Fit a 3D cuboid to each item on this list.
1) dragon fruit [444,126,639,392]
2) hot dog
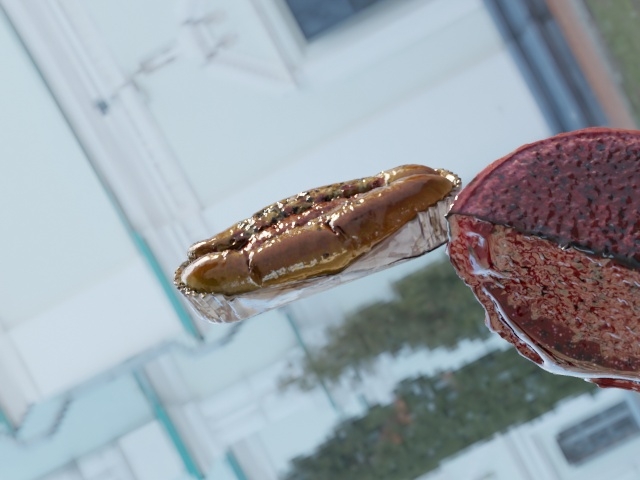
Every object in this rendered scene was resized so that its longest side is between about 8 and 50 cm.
[{"bbox_3d":[0.235,0.014,1.225,0.262,0.189,0.163,19,171,17],"label":"dragon fruit"},{"bbox_3d":[0.000,0.000,1.446,0.144,0.268,0.075,-122,12,-73],"label":"hot dog"}]
